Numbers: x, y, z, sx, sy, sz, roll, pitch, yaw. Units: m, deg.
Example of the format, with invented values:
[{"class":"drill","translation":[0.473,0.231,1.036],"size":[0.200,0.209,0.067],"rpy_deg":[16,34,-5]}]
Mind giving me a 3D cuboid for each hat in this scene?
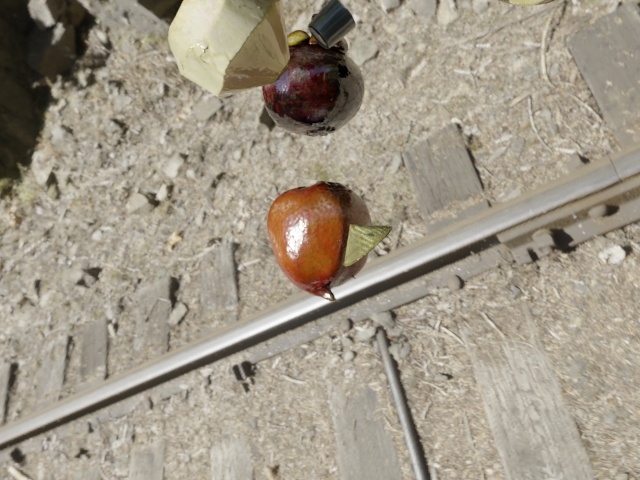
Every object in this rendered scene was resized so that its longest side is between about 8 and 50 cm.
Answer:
[{"class":"hat","translation":[0.090,-0.012,1.341],"size":[0.146,0.067,0.146],"rpy_deg":[-39,6,5]}]

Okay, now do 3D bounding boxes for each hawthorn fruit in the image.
[{"class":"hawthorn fruit","translation":[-0.004,-0.013,1.587],"size":[0.295,0.295,0.311],"rpy_deg":[26,105,42]}]

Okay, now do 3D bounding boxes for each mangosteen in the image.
[{"class":"mangosteen","translation":[-0.027,-0.436,1.636],"size":[0.297,0.297,0.293],"rpy_deg":[-29,90,26]}]

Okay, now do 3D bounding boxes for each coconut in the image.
[{"class":"coconut","translation":[-0.181,-0.419,1.223],"size":[0.259,0.259,0.259],"rpy_deg":[-16,62,33]}]

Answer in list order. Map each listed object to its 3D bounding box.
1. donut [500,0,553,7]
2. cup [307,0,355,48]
[{"class":"donut","translation":[0.560,-0.788,1.438],"size":[0.449,0.198,0.449],"rpy_deg":[-169,90,-72]},{"class":"cup","translation":[0.019,-0.468,1.268],"size":[0.077,0.078,0.100],"rpy_deg":[-44,22,-1]}]
